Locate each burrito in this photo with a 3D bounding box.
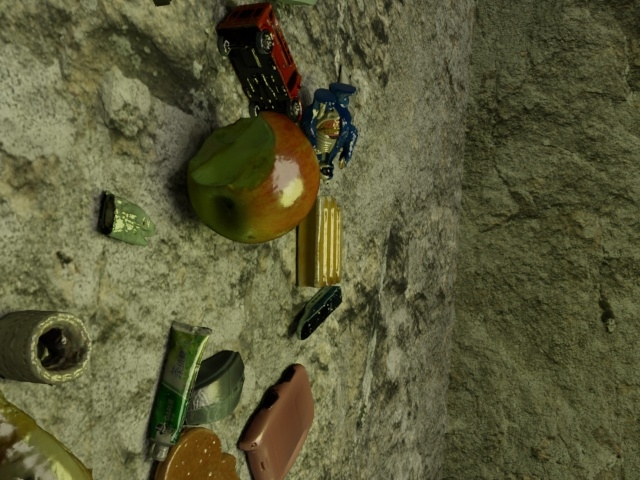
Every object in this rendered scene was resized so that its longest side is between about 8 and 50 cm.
[{"bbox_3d":[-0.314,-0.032,1.133,0.118,0.044,0.074,29,63,-58],"label":"burrito"}]

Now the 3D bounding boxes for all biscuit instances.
[{"bbox_3d":[-0.236,0.479,1.344,0.288,0.044,0.202,57,43,-53],"label":"biscuit"}]

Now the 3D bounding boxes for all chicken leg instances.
[{"bbox_3d":[-0.408,0.247,0.857,0.201,0.153,0.429,-39,120,-43],"label":"chicken leg"}]

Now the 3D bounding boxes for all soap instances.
[{"bbox_3d":[0.000,0.000,1.755,0.140,0.073,0.232,-8,99,-66],"label":"soap"}]

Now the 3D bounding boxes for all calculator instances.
[{"bbox_3d":[-0.086,0.441,1.653,0.329,0.048,0.220,-52,136,-54],"label":"calculator"}]

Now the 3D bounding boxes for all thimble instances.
[{"bbox_3d":[-0.386,0.147,0.946,0.115,0.090,0.102,57,40,-48],"label":"thimble"}]

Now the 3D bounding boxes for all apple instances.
[{"bbox_3d":[-0.130,-0.117,1.281,0.226,0.246,0.246,-41,130,-38],"label":"apple"}]

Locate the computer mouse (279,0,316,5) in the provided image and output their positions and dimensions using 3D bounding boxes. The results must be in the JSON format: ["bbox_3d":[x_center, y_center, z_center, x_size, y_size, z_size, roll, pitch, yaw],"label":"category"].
[{"bbox_3d":[-0.063,-0.606,1.565,0.231,0.079,0.127,-18,106,-59],"label":"computer mouse"}]

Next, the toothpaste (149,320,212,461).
[{"bbox_3d":[-0.262,0.273,1.251,0.047,0.078,0.248,116,-13,-76],"label":"toothpaste"}]

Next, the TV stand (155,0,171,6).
[{"bbox_3d":[-0.233,-0.503,1.258,0.042,0.036,0.249,69,35,-42],"label":"TV stand"}]

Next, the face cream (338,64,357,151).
[{"bbox_3d":[0.067,-0.360,1.888,0.092,0.058,0.243,43,49,-51],"label":"face cream"}]

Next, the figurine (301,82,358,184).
[{"bbox_3d":[0.012,-0.266,1.719,0.164,0.121,0.262,-6,123,-39],"label":"figurine"}]

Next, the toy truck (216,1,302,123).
[{"bbox_3d":[-0.113,-0.363,1.442,0.114,0.108,0.252,-68,148,-34],"label":"toy truck"}]

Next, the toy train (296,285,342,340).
[{"bbox_3d":[-0.014,0.187,1.772,0.234,0.051,0.052,-40,127,-53],"label":"toy train"}]

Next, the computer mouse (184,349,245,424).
[{"bbox_3d":[-0.199,0.298,1.370,0.231,0.071,0.126,-16,107,-64],"label":"computer mouse"}]
